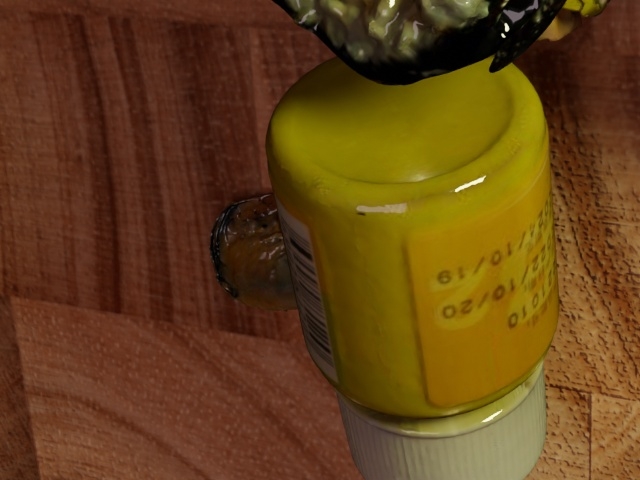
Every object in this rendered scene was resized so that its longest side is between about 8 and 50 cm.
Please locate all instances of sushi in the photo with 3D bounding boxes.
[{"bbox_3d":[0.105,-0.301,1.175,0.328,0.285,0.328,45,129,27],"label":"sushi"}]

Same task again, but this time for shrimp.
[{"bbox_3d":[0.002,0.008,1.509,0.262,0.066,0.117,-9,108,28],"label":"shrimp"}]

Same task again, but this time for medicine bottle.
[{"bbox_3d":[0.091,0.040,1.336,0.224,0.224,0.384,10,135,24],"label":"medicine bottle"}]
